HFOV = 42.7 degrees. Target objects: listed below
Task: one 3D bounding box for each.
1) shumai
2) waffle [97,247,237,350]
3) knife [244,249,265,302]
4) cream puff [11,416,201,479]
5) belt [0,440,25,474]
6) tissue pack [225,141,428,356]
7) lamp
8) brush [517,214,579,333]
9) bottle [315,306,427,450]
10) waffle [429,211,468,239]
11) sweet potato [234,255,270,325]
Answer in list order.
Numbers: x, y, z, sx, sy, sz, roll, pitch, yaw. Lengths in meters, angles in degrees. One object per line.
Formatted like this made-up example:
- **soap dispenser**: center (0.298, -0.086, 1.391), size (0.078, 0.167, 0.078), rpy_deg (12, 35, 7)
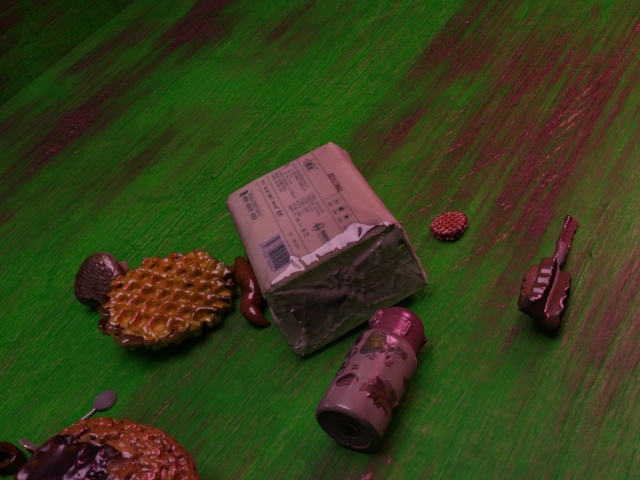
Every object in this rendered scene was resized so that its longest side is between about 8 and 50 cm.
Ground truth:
- **shumai**: center (-0.492, 0.092, 1.912), size (0.145, 0.146, 0.116), rpy_deg (-3, -2, 28)
- **waffle**: center (-0.334, 0.128, 1.765), size (0.329, 0.062, 0.329), rpy_deg (-7, 37, 5)
- **knife**: center (-0.141, 0.058, 1.815), size (0.035, 0.018, 0.247), rpy_deg (-22, 38, -1)
- **cream puff**: center (-0.348, 0.427, 1.284), size (0.327, 0.231, 0.343), rpy_deg (-28, 35, -10)
- **belt**: center (-0.618, 0.429, 1.606), size (0.083, 0.036, 0.059), rpy_deg (6, 52, 36)
- **tissue pack**: center (0.000, 0.000, 1.637), size (0.297, 0.207, 0.380), rpy_deg (-27, 35, 1)
- **lamp**: center (-0.494, 0.355, 1.617), size (0.198, 0.056, 0.050), rpy_deg (-38, 34, -23)
- **brush**: center (0.416, 0.045, 1.458), size (0.071, 0.084, 0.301), rpy_deg (-38, 12, 43)
- **bottle**: center (0.095, 0.219, 1.378), size (0.120, 0.120, 0.253), rpy_deg (3, 43, 33)
- **waffle**: center (0.264, -0.032, 1.674), size (0.075, 0.029, 0.083), rpy_deg (-1, 39, 26)
- **sweet potato**: center (-0.147, 0.099, 1.712), size (0.055, 0.058, 0.202), rpy_deg (3, 42, -21)
